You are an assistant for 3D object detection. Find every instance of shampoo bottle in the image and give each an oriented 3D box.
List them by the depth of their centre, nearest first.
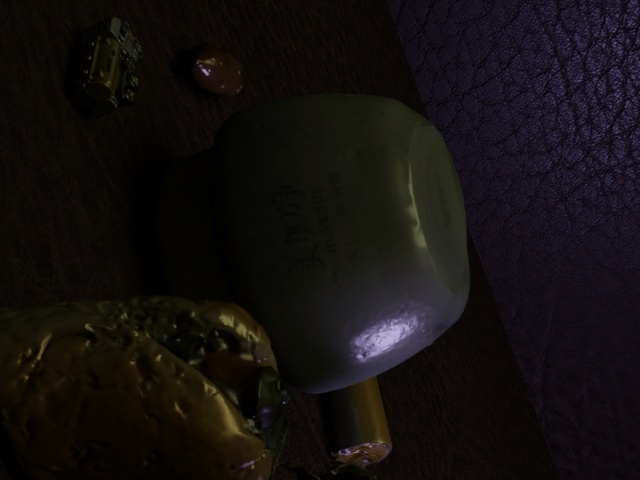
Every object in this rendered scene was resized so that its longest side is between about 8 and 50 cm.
[{"bbox_3d":[0.000,0.000,1.808,0.322,0.317,0.323,-15,90,-78],"label":"shampoo bottle"}]

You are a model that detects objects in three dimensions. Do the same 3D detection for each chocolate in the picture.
[{"bbox_3d":[0.044,0.193,2.261,0.085,0.085,0.219,50,27,-58],"label":"chocolate"}]

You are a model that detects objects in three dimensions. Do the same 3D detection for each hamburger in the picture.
[{"bbox_3d":[-0.123,0.156,1.396,0.162,0.209,0.330,-92,159,-44],"label":"hamburger"}]

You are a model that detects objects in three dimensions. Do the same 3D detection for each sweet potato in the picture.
[{"bbox_3d":[-0.129,-0.212,2.078,0.206,0.060,0.068,50,18,-77],"label":"sweet potato"}]

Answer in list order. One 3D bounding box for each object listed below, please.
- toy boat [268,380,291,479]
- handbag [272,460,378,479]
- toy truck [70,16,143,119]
[{"bbox_3d":[-0.070,0.214,1.849,0.210,0.052,0.104,-72,146,-67],"label":"toy boat"},{"bbox_3d":[0.022,0.303,1.736,0.235,0.213,0.127,49,41,-43],"label":"handbag"},{"bbox_3d":[-0.220,-0.176,1.694,0.063,0.052,0.123,55,24,-37],"label":"toy truck"}]
